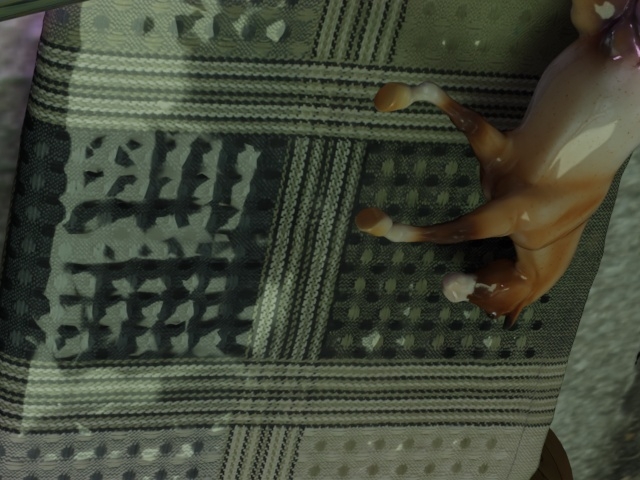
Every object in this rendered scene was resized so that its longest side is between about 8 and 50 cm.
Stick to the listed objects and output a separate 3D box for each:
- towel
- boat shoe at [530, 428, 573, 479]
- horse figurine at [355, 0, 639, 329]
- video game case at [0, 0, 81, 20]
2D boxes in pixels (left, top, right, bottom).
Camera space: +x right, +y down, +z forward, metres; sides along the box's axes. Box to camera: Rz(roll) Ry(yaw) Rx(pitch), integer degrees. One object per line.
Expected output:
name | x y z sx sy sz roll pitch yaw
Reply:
towel | 0.000 0.000 0.898 0.324 0.056 0.312 2 118 -21
boat shoe | 0.010 0.132 1.063 0.302 0.109 0.098 11 153 -24
horse figurine | 0.114 -0.076 0.812 0.174 0.066 0.263 18 106 -46
video game case | -0.057 -0.102 0.580 0.329 0.300 0.036 -13 98 -2
